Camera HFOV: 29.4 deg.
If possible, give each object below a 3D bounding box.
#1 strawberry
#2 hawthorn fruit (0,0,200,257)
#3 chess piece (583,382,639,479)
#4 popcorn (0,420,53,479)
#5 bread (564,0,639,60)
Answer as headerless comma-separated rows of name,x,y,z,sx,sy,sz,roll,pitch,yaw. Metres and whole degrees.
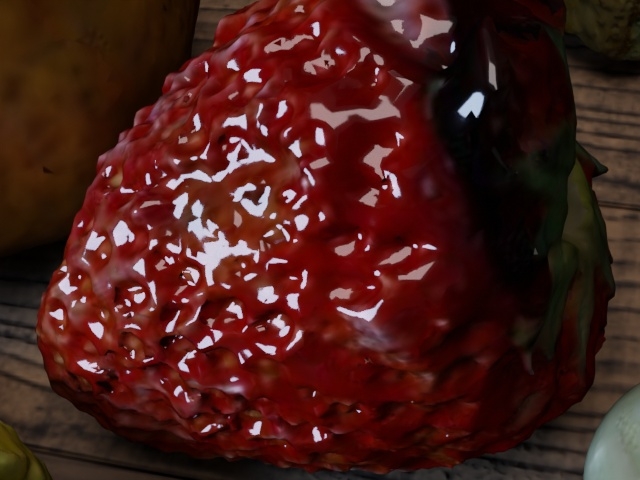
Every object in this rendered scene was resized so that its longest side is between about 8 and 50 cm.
strawberry,0.010,-0.011,0.698,0.310,0.291,0.291,2,52,31
hawthorn fruit,-0.304,-0.203,0.782,0.472,0.472,0.471,-4,53,5
chess piece,0.227,0.206,0.578,0.182,0.182,0.330,-14,47,-2
popcorn,-0.269,0.156,0.662,0.256,0.195,0.255,-19,46,17
bread,0.197,-0.227,0.899,0.102,0.138,0.196,-28,57,-20
